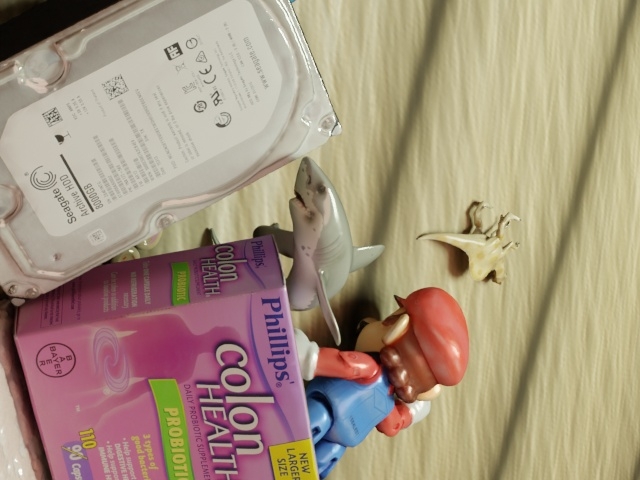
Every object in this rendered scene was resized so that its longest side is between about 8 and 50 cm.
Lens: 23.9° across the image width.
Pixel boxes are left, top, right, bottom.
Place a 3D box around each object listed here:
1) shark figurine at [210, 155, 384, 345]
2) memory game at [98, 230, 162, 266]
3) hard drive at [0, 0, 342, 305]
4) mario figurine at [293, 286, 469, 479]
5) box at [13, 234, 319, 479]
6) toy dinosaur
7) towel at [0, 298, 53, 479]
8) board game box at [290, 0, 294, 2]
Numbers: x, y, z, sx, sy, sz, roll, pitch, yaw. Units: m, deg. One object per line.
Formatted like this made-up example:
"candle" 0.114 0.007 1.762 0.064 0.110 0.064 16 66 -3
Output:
"shark figurine" -0.001 0.021 1.479 0.116 0.278 0.166 -22 85 -23
"memory game" -0.216 -0.030 1.434 0.186 0.012 0.186 -20 119 -41
"hard drive" -0.169 -0.109 1.296 0.339 0.064 0.237 -27 132 -5
"mario figurine" 0.029 0.163 1.721 0.320 0.170 0.198 -38 167 -17
"box" -0.139 0.132 1.398 0.243 0.117 0.213 -10 116 -4
"toy dinosaur" 0.201 0.003 1.855 0.183 0.053 0.092 30 85 -48
"towel" -0.281 0.253 1.281 0.317 0.053 0.331 -81 165 -74
"board game box" -0.032 -0.263 1.432 0.210 0.160 0.047 -39 90 -31
